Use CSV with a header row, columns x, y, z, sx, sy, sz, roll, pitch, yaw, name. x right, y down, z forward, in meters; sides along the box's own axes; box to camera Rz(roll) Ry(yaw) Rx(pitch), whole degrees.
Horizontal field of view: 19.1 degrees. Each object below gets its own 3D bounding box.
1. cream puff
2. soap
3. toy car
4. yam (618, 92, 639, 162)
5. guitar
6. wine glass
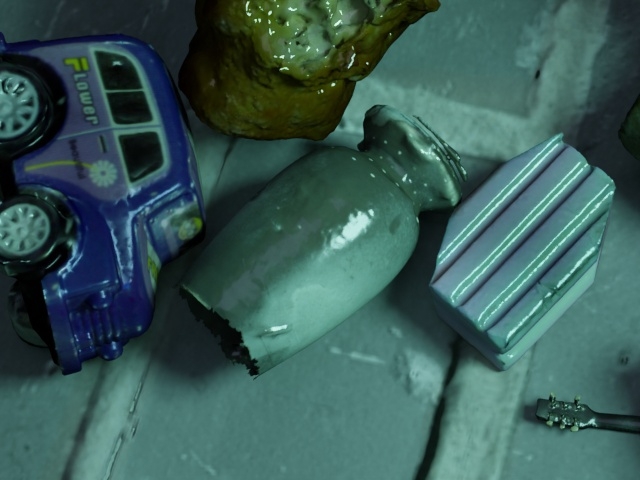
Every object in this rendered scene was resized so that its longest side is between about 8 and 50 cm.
x,y,z,sx,sy,sz,roll,pitch,yaw,name
-0.001,-0.196,1.353,0.155,0.269,0.241,33,38,-16,cream puff
0.143,0.004,1.337,0.100,0.056,0.149,41,79,21,soap
-0.162,-0.031,1.355,0.158,0.172,0.235,-11,68,-5,toy car
0.308,-0.041,1.301,0.107,0.107,0.194,-40,66,-8,yam
0.260,0.124,1.276,0.233,0.025,0.088,5,64,13,guitar
0.000,0.000,1.334,0.204,0.111,0.111,-42,65,-14,wine glass
